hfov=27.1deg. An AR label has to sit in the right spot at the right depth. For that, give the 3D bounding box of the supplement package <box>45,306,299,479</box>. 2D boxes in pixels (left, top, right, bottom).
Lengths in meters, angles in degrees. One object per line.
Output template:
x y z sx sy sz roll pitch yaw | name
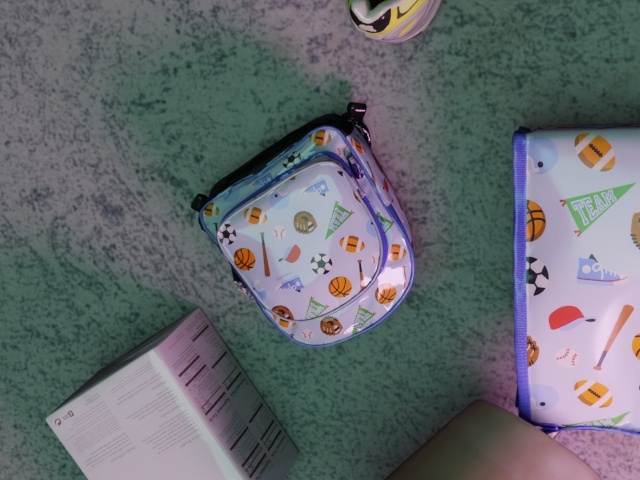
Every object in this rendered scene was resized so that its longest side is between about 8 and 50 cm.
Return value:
-0.199 0.273 1.849 0.199 0.198 0.262 -33 95 18 | supplement package

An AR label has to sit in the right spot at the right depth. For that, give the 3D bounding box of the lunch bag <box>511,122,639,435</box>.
0.397 0.048 1.629 0.328 0.239 0.385 -1 97 13 | lunch bag

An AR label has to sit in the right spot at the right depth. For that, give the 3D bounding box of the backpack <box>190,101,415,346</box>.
0.000 0.000 1.734 0.277 0.213 0.263 -32 106 16 | backpack

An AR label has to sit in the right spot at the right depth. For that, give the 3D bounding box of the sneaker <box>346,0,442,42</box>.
0.131 -0.422 1.612 0.145 0.147 0.384 16 107 11 | sneaker

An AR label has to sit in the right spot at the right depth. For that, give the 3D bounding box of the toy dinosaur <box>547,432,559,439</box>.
0.273 0.386 1.824 0.064 0.118 0.268 19 111 53 | toy dinosaur

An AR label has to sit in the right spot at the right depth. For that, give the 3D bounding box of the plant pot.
0.193 0.361 1.638 0.323 0.323 0.280 33 81 3 | plant pot
